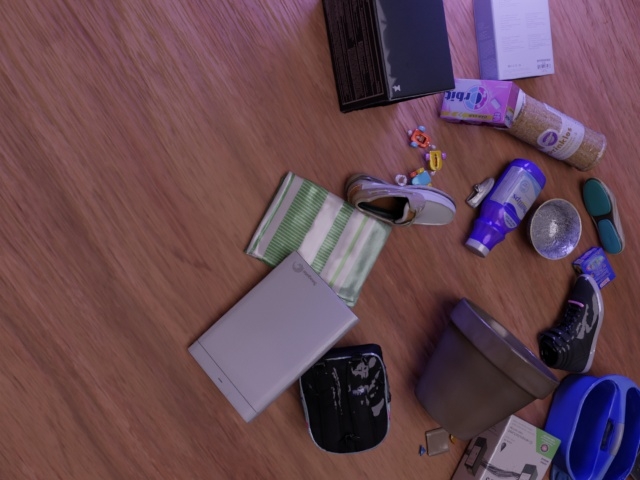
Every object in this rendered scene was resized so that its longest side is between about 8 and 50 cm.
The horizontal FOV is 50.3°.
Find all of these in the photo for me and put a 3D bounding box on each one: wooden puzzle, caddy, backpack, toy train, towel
[{"bbox_3d":[0.329,0.563,1.905,0.116,0.014,0.079,-2,91,-19],"label":"wooden puzzle"},{"bbox_3d":[0.800,0.546,1.960,0.241,0.179,0.341,18,87,-16],"label":"caddy"},{"bbox_3d":[0.064,0.392,1.693,0.225,0.191,0.253,-9,92,4],"label":"backpack"},{"bbox_3d":[0.257,-0.208,1.792,0.125,0.046,0.166,23,86,-14],"label":"toy train"},{"bbox_3d":[0.000,0.000,1.726,0.325,0.038,0.248,28,85,-19],"label":"towel"}]

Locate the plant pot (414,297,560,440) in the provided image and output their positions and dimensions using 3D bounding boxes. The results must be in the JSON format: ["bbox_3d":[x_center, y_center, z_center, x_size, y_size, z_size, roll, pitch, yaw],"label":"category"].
[{"bbox_3d":[0.404,0.357,1.779,0.323,0.323,0.280,38,98,-18],"label":"plant pot"}]

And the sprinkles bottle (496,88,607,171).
[{"bbox_3d":[0.613,-0.307,1.862,0.355,0.121,0.121,21,88,-20],"label":"sprinkles bottle"}]

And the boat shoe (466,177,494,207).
[{"bbox_3d":[0.436,-0.137,1.864,0.035,0.035,0.100,39,89,-21],"label":"boat shoe"}]

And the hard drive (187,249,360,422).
[{"bbox_3d":[-0.113,0.224,1.620,0.353,0.047,0.233,-43,71,-3],"label":"hard drive"}]

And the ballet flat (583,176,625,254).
[{"bbox_3d":[0.835,-0.080,1.991,0.086,0.086,0.248,-25,104,-15],"label":"ballet flat"}]

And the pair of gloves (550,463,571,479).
[{"bbox_3d":[0.783,0.677,2.066,0.198,0.023,0.159,-2,96,-18],"label":"pair of gloves"}]

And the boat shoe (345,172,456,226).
[{"bbox_3d":[0.210,-0.082,1.736,0.302,0.103,0.113,10,125,-13],"label":"boat shoe"}]

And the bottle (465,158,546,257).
[{"bbox_3d":[0.498,-0.084,1.855,0.118,0.092,0.283,41,81,-35],"label":"bottle"}]

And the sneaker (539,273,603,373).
[{"bbox_3d":[0.715,0.244,1.956,0.147,0.104,0.296,1,99,-24],"label":"sneaker"}]

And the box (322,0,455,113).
[{"bbox_3d":[0.154,-0.469,1.598,0.182,0.294,0.296,-13,100,-17],"label":"box"}]

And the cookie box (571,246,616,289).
[{"bbox_3d":[0.806,0.088,2.008,0.092,0.040,0.107,-35,105,-13],"label":"cookie box"}]

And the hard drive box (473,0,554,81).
[{"bbox_3d":[0.518,-0.548,1.823,0.181,0.089,0.232,-10,99,-18],"label":"hard drive box"}]

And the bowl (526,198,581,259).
[{"bbox_3d":[0.640,-0.034,1.919,0.170,0.080,0.170,-2,95,-18],"label":"bowl"}]

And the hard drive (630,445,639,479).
[{"bbox_3d":[1.067,0.723,2.150,0.254,0.054,0.172,43,81,-17],"label":"hard drive"}]

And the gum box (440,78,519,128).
[{"bbox_3d":[0.405,-0.355,1.760,0.062,0.188,0.107,13,91,-55],"label":"gum box"}]

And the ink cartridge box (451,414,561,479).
[{"bbox_3d":[0.518,0.631,1.921,0.198,0.115,0.273,30,85,-19],"label":"ink cartridge box"}]
